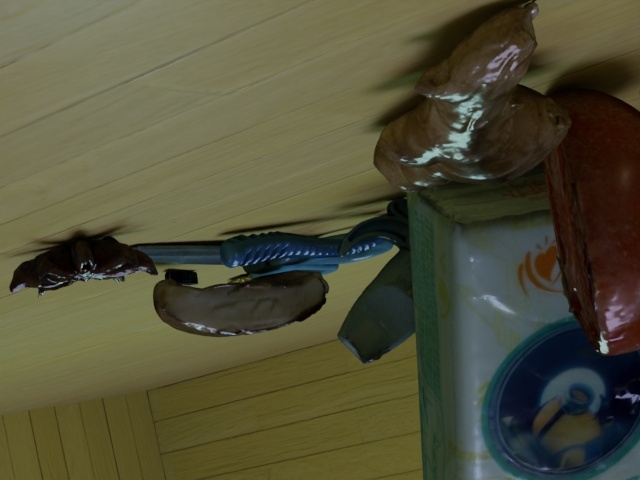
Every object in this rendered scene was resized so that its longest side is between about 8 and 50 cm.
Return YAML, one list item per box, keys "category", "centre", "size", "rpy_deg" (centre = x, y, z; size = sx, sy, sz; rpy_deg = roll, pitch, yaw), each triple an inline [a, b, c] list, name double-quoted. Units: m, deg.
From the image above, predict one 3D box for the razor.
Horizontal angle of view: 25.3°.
- category: "razor"
  centre: [0.000, 0.000, 1.588]
  size: [0.253, 0.042, 0.082]
  rpy_deg: [-8, 170, -36]

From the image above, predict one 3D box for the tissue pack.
- category: "tissue pack"
  centre: [0.243, 0.106, 1.470]
  size: [0.287, 0.388, 0.162]
  rpy_deg: [-12, -154, -15]

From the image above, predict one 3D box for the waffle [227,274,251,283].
- category: "waffle"
  centre: [-0.085, 0.053, 1.957]
  size: [0.085, 0.016, 0.078]
  rpy_deg: [-16, 168, 20]

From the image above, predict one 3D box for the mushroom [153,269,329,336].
- category: "mushroom"
  centre: [-0.100, 0.075, 1.664]
  size: [0.209, 0.072, 0.094]
  rpy_deg: [-4, 180, -24]

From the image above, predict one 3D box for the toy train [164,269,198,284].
- category: "toy train"
  centre: [-0.173, 0.046, 1.738]
  size: [0.017, 0.017, 0.083]
  rpy_deg: [-8, 175, 18]

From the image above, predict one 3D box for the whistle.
- category: "whistle"
  centre: [0.122, 0.028, 1.551]
  size: [0.269, 0.180, 0.093]
  rpy_deg: [-43, -178, -14]

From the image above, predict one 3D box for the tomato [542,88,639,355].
- category: "tomato"
  centre: [0.246, -0.016, 1.174]
  size: [0.095, 0.237, 0.237]
  rpy_deg: [-10, 173, 4]

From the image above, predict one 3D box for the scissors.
- category: "scissors"
  centre: [-0.082, 0.018, 1.642]
  size: [0.192, 0.029, 0.447]
  rpy_deg: [-18, 170, 29]

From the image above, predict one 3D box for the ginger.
- category: "ginger"
  centre: [0.107, -0.087, 1.008]
  size: [0.147, 0.081, 0.334]
  rpy_deg: [2, 173, 4]

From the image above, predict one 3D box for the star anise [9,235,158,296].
- category: "star anise"
  centre: [-0.225, 0.022, 1.353]
  size: [0.141, 0.042, 0.141]
  rpy_deg: [-10, 173, -1]
